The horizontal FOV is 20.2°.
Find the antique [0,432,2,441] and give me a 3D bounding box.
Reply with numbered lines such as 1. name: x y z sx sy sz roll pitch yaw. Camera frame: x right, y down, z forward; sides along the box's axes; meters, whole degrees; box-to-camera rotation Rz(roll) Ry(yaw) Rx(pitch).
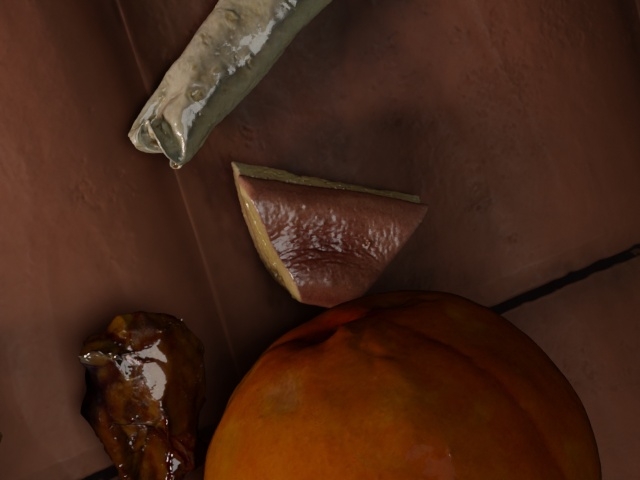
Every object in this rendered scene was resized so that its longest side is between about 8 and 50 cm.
1. antique: -0.399 0.248 1.480 0.087 0.093 0.310 43 81 -20

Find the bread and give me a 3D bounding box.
1. bread: 0.000 0.000 1.619 0.192 0.067 0.119 11 85 -24

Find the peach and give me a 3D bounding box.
1. peach: 0.064 0.202 1.530 0.342 0.343 0.302 -20 108 -18

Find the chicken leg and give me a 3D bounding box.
1. chicken leg: -0.148 0.204 1.586 0.113 0.093 0.304 -6 108 -3

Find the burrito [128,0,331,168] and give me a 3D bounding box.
1. burrito: -0.064 -0.177 1.579 0.082 0.059 0.275 39 82 -14
